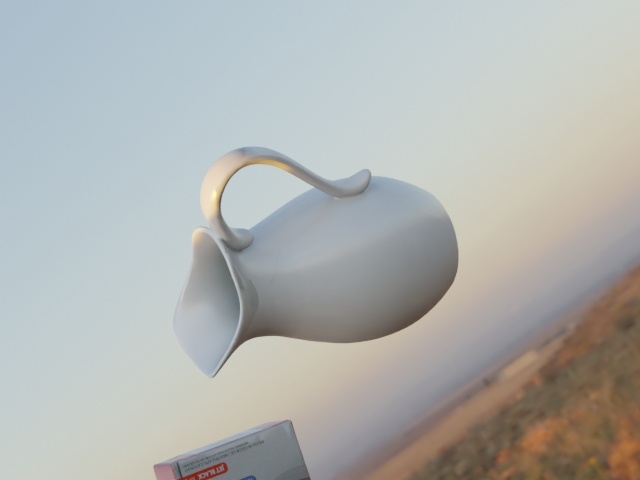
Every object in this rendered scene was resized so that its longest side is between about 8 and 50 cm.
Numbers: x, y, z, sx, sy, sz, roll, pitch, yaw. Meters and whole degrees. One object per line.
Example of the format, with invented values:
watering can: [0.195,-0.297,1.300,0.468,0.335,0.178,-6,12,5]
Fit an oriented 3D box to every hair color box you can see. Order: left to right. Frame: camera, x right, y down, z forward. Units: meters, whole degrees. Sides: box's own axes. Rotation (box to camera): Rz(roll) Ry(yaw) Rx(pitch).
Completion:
hair color box: [-0.042,0.217,1.020,0.093,0.167,0.053,-19,-1,-23]

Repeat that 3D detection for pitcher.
pitcher: [0.000,0.000,1.108,0.207,0.125,0.177,-13,-52,-28]
